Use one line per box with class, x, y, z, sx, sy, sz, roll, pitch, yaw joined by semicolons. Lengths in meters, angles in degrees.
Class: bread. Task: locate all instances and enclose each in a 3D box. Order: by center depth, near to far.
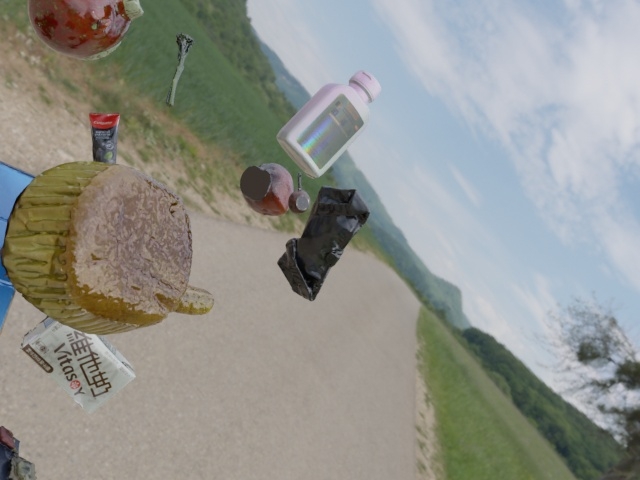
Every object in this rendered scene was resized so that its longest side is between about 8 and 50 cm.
bread;-0.292;0.015;0.828;0.253;0.143;0.227;44;50;-56

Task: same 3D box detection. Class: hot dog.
hot dog;-0.331;0.097;1.104;0.289;0.068;0.083;18;18;-39

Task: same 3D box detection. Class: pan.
pan;-0.054;-0.128;1.626;0.023;0.069;0.115;11;-78;56

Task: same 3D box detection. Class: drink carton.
drink carton;-0.794;0.385;1.960;0.324;0.194;0.132;55;-13;-21

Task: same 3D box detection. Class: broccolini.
broccolini;-0.320;-0.383;1.344;0.044;0.042;0.218;31;53;-42

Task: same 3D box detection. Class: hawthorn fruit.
hawthorn fruit;-0.180;-0.166;2.162;0.189;0.190;0.251;56;-7;45

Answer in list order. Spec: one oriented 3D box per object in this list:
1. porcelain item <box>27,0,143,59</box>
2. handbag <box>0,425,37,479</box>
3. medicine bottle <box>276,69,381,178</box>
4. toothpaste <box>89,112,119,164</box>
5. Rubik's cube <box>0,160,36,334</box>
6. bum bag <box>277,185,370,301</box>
porcelain item;-0.536;-0.533;1.384;0.253;0.253;0.253;51;4;-5
handbag;-0.801;0.534;1.401;0.303;0.122;0.329;45;-13;46
medicine bottle;0.025;-0.235;1.159;0.115;0.219;0.078;47;-8;-33
toothpaste;-0.522;-0.220;1.436;0.045;0.071;0.193;133;-45;-72
Rubik's cube;-0.633;0.027;0.901;0.291;0.291;0.291;26;51;-33
bum bag;0.000;0.000;1.429;0.137;0.309;0.074;37;19;12
